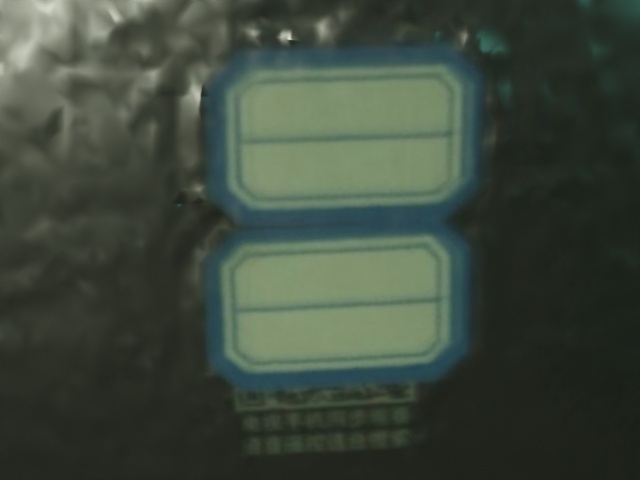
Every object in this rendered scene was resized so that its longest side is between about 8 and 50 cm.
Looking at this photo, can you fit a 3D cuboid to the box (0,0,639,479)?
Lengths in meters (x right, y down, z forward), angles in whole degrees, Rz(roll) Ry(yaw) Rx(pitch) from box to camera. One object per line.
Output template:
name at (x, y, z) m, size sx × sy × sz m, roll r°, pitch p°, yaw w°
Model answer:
box at (0.000, 0.000, 0.681) m, size 0.359 × 0.091 × 0.350 m, roll -4°, pitch 114°, yaw -2°
